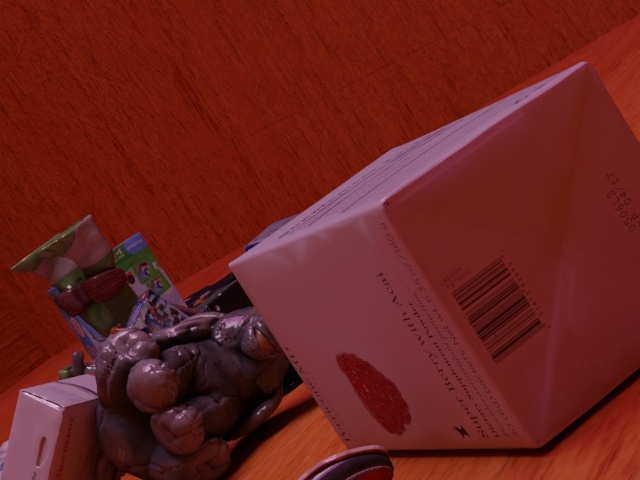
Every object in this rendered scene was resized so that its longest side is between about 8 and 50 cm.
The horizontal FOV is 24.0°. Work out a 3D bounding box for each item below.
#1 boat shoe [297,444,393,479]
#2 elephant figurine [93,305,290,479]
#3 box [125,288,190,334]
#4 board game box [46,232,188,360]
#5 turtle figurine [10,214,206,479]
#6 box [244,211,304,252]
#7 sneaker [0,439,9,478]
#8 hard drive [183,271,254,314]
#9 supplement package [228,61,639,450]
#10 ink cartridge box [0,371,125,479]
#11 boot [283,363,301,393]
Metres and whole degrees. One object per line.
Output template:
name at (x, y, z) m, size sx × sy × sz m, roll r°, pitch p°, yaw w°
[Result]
boat shoe at (-0.009, 0.179, 0.951) m, size 0.137 × 0.049 × 0.043 m, roll -31°, pitch 47°, yaw -5°
elephant figurine at (-0.088, 0.124, 1.415) m, size 0.186 × 0.169 × 0.239 m, roll 12°, pitch 33°, yaw 39°
box at (-0.140, 0.124, 1.530) m, size 0.027 × 0.137 × 0.094 m, roll -36°, pitch 27°, yaw 40°
board game box at (-0.261, 0.118, 2.119) m, size 0.160 × 0.211 × 0.039 m, roll -37°, pitch 7°, yaw -36°
turtle figurine at (-0.238, 0.128, 1.603) m, size 0.275 × 0.266 × 0.198 m, roll -35°, pitch 7°, yaw 0°
box at (0.014, 0.037, 1.522) m, size 0.126 × 0.137 × 0.072 m, roll -18°, pitch 14°, yaw 33°
sneaker at (-0.302, 0.241, 1.522) m, size 0.122 × 0.110 × 0.283 m, roll -60°, pitch 13°, yaw -9°
hard drive at (-0.196, 0.130, 2.452) m, size 0.237 × 0.064 × 0.339 m, roll -30°, pitch 5°, yaw 30°
supplement package at (0.091, 0.026, 1.020) m, size 0.175 × 0.177 × 0.293 m, roll -35°, pitch 5°, yaw -22°
ink cartridge box at (-0.235, 0.184, 1.435) m, size 0.135 × 0.056 × 0.099 m, roll -6°, pitch -67°, yaw -63°
boot at (-0.040, 0.129, 1.603) m, size 0.121 × 0.045 × 0.099 m, roll -44°, pitch 8°, yaw -31°
